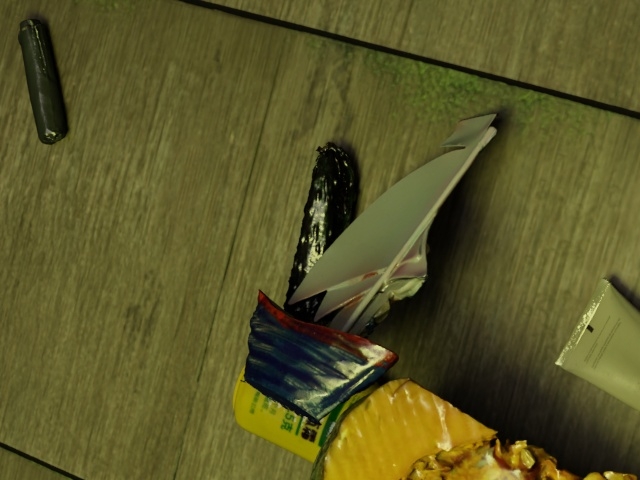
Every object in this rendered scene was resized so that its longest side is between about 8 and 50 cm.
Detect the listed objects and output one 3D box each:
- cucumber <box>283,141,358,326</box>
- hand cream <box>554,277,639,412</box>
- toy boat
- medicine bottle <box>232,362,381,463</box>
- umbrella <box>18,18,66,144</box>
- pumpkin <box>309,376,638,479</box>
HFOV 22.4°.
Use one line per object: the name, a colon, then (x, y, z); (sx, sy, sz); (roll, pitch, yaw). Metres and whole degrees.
cucumber: (0.000, 0.000, 1.474); (0.053, 0.053, 0.182); (10, 92, 29)
hand cream: (0.281, 0.115, 1.316); (0.186, 0.054, 0.087); (37, 110, 32)
toy boat: (0.029, 0.018, 1.381); (0.219, 0.072, 0.318); (-15, 42, 46)
medicine bottle: (0.045, 0.171, 1.434); (0.260, 0.064, 0.095); (24, 79, 23)
umbrella: (-0.286, -0.161, 1.650); (0.036, 0.031, 0.133); (-17, 79, 26)
pumpkin: (0.127, 0.193, 1.295); (0.280, 0.139, 0.190); (-19, 68, -9)
